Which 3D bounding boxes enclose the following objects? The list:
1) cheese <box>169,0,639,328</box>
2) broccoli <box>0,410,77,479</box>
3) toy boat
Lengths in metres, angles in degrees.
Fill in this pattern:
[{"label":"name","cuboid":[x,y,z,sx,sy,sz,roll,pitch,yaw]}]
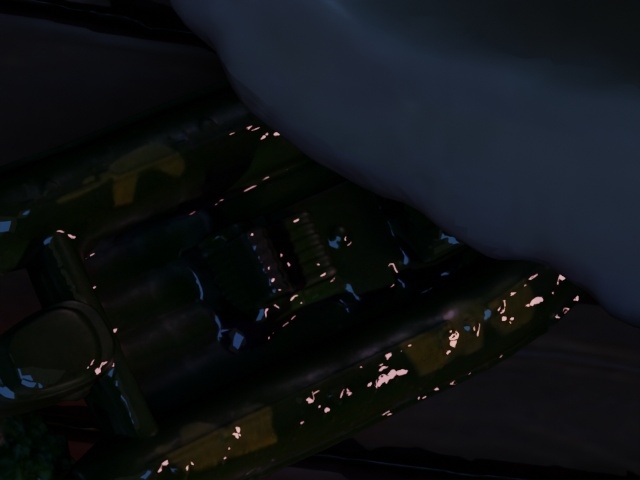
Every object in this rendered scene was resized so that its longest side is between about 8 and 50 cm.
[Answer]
[{"label":"cheese","cuboid":[0.113,-0.135,0.372,0.332,0.153,0.292,4,117,28]},{"label":"broccoli","cuboid":[-0.180,0.154,0.441,0.307,0.275,0.308,-1,93,-28]},{"label":"toy boat","cuboid":[0.000,0.000,0.494,0.210,0.052,0.104,-23,81,-22]}]
